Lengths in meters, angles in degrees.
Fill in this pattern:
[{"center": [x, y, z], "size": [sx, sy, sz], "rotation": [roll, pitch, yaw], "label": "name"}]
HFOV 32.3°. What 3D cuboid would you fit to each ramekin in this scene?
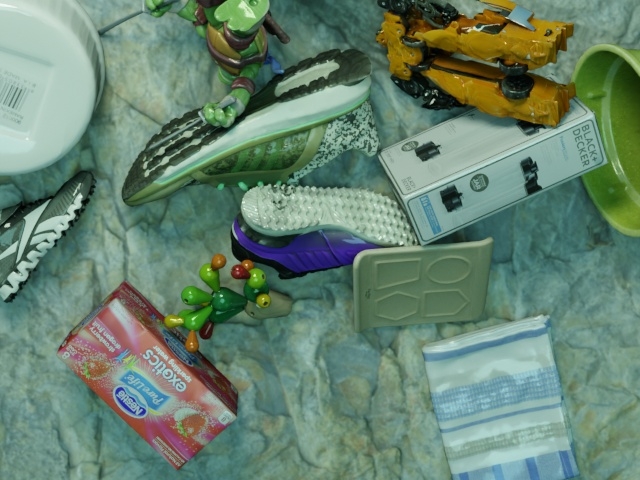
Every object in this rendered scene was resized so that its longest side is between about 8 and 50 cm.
[{"center": [-0.435, -0.224, 1.521], "size": [0.277, 0.135, 0.277], "rotation": [-5, 115, -11], "label": "ramekin"}]

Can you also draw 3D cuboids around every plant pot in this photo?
[{"center": [0.531, -0.167, 1.576], "size": [0.254, 0.276, 0.276], "rotation": [-14, 102, -13], "label": "plant pot"}]

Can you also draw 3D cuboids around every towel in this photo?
[{"center": [0.287, 0.269, 1.744], "size": [0.209, 0.034, 0.284], "rotation": [-14, 102, 0], "label": "towel"}]

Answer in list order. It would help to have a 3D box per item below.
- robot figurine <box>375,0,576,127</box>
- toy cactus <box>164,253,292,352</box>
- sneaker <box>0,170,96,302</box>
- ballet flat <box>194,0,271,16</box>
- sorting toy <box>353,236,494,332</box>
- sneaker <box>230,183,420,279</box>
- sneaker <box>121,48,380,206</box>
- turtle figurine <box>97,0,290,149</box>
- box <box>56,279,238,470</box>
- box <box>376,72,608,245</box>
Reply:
[{"center": [0.207, -0.261, 1.535], "size": [0.085, 0.291, 0.211], "rotation": [-47, 143, -30], "label": "robot figurine"}, {"center": [-0.120, 0.096, 1.633], "size": [0.181, 0.112, 0.219], "rotation": [8, 144, -36], "label": "toy cactus"}, {"center": [-0.429, -0.024, 1.624], "size": [0.106, 0.078, 0.234], "rotation": [39, 99, -12], "label": "sneaker"}, {"center": [-0.127, -0.337, 1.599], "size": [0.114, 0.041, 0.041], "rotation": [11, 100, -5], "label": "ballet flat"}, {"center": [0.150, 0.063, 1.650], "size": [0.208, 0.038, 0.193], "rotation": [-8, 142, -4], "label": "sorting toy"}, {"center": [0.000, -0.001, 1.648], "size": [0.294, 0.102, 0.146], "rotation": [7, 138, -23], "label": "sneaker"}, {"center": [-0.089, -0.114, 1.603], "size": [0.410, 0.158, 0.182], "rotation": [-23, 119, 6], "label": "sneaker"}, {"center": [-0.170, -0.259, 1.484], "size": [0.275, 0.266, 0.197], "rotation": [2, 68, -8], "label": "turtle figurine"}, {"center": [-0.253, 0.200, 1.654], "size": [0.128, 0.122, 0.257], "rotation": [-42, 100, 6], "label": "box"}, {"center": [0.243, -0.120, 1.588], "size": [0.290, 0.169, 0.087], "rotation": [-25, 120, 1], "label": "box"}]
